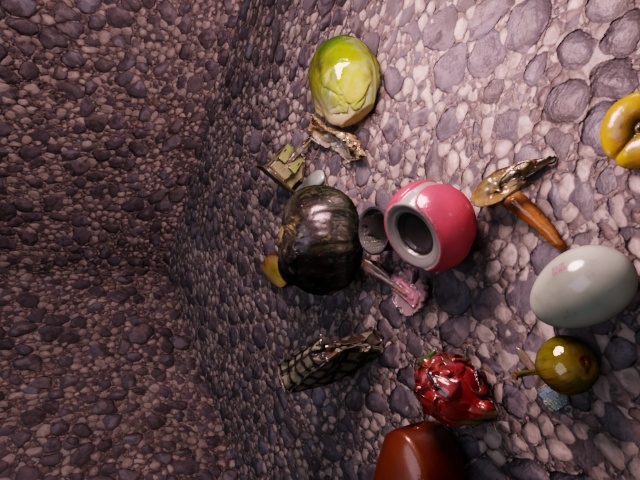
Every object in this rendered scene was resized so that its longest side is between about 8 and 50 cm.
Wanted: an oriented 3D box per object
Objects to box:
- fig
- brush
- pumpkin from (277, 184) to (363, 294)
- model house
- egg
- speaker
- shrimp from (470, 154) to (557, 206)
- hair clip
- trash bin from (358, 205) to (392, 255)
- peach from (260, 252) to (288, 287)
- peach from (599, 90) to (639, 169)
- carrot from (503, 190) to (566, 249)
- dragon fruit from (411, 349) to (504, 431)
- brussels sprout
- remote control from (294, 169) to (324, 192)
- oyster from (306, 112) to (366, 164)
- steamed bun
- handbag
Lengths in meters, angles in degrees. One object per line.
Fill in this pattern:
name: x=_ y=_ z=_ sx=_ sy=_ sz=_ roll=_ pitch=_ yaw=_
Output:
fig: x=0.622 y=0.334 z=1.138 sx=0.142 sy=0.148 sz=0.186 roll=47 pitch=162 yaw=26
brush: x=0.610 y=0.379 z=1.233 sx=0.070 sy=0.021 sz=0.196 roll=-57 pitch=48 yaw=34
pumpkin: x=0.000 y=0.000 z=1.764 sx=0.454 sy=0.344 sz=0.453 roll=-176 pitch=90 yaw=-81
model house: x=-0.136 y=-0.392 z=2.124 sx=0.278 sy=0.205 sz=0.218 roll=-50 pitch=24 yaw=-4
egg: x=0.631 y=0.119 z=1.073 sx=0.264 sy=0.183 sz=0.182 roll=-56 pitch=48 yaw=47
speaker: x=0.347 y=-0.044 z=1.378 sx=0.294 sy=0.295 sz=0.293 roll=0 pitch=90 yaw=53
shrimp: x=0.534 y=-0.167 z=1.252 sx=0.059 sy=0.145 sz=0.254 roll=47 pitch=143 yaw=-17
hair clip: x=0.277 y=0.153 z=1.635 sx=0.300 sy=0.069 sz=0.172 roll=37 pitch=120 yaw=35
trash bin: x=0.250 y=-0.034 z=1.597 sx=0.175 sy=0.161 sz=0.175 roll=-1 pitch=89 yaw=57
peach: x=-0.217 y=0.150 z=2.298 sx=0.279 sy=0.068 sz=0.188 roll=14 pitch=109 yaw=50
peach: x=0.734 y=-0.249 z=1.002 sx=0.179 sy=0.103 sz=0.179 roll=5 pitch=97 yaw=55
carrot: x=0.602 y=-0.051 z=1.220 sx=0.209 sy=0.061 sz=0.061 roll=56 pitch=132 yaw=31
dragon fruit: x=0.409 y=0.464 z=1.329 sx=0.293 sy=0.234 sz=0.233 roll=31 pitch=114 yaw=53
brussels sprout: x=0.097 y=-0.633 z=1.741 sx=0.344 sy=0.268 sz=0.343 roll=163 pitch=90 yaw=-70
remote control: x=-0.060 y=-0.258 z=2.106 sx=0.256 sy=0.045 sz=0.097 roll=-36 pitch=58 yaw=50
oyster: x=0.074 y=-0.429 z=1.842 sx=0.107 sy=0.201 sz=0.354 roll=-41 pitch=59 yaw=-9
steamed bun: x=0.323 y=0.798 z=1.434 sx=0.248 sy=0.235 sz=0.378 roll=31 pitch=114 yaw=52
handbag: x=0.040 y=0.466 z=1.738 sx=0.327 sy=0.326 sz=0.162 roll=-45 pitch=58 yaw=44
